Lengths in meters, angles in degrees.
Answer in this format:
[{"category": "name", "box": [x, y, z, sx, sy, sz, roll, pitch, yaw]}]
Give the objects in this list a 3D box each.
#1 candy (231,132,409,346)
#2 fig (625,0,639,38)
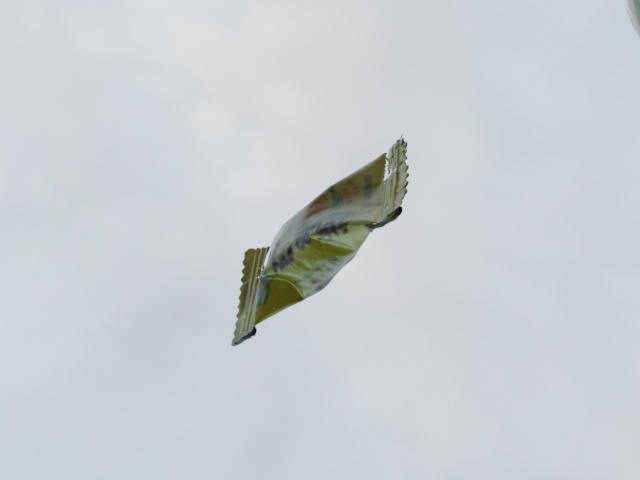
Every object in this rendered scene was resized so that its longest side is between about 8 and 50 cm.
[{"category": "candy", "box": [0.000, 0.000, 1.387, 0.081, 0.297, 0.187, 42, -150, -22]}, {"category": "fig", "box": [0.532, -0.280, 1.266, 0.343, 0.343, 0.343, 11, -119, -20]}]
